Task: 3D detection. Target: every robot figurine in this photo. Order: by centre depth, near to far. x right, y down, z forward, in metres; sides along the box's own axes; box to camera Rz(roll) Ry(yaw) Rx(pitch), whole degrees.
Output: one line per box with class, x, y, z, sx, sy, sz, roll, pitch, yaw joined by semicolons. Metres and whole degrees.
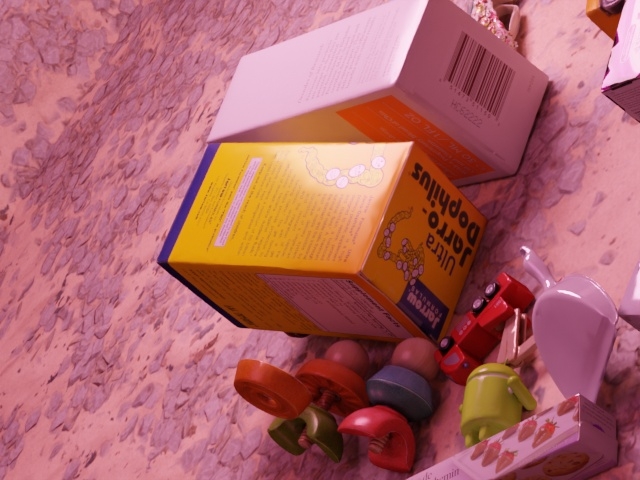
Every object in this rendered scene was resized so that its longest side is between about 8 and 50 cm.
robot figurine;0.194;0.188;1.915;0.101;0.067;0.115;-40;30;45

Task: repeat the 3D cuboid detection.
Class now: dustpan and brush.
dustpan and brush;0.264;0.076;1.850;0.211;0.060;0.147;48;143;38

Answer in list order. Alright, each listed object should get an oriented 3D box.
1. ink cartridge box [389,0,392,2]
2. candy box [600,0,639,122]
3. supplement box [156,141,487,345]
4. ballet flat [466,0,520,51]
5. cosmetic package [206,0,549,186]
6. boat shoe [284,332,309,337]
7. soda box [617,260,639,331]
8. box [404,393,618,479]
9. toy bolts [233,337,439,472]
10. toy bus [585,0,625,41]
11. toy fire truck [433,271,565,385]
ink cartridge box;0.116;-0.274;2.520;0.143;0.090;0.092;-55;27;5
candy box;0.410;-0.165;1.770;0.071;0.233;0.159;-17;47;51
supplement box;0.000;0.000;2.206;0.357;0.194;0.195;3;62;41
ballet flat;0.245;-0.328;2.406;0.077;0.091;0.241;-11;48;13
cosmetic package;0.068;-0.179;2.343;0.453;0.230;0.161;-11;52;55
boat shoe;0.013;0.044;2.358;0.207;0.073;0.073;-62;26;-11
soda box;0.405;0.063;1.704;0.216;0.074;0.069;-5;56;57
box;0.183;0.264;1.854;0.324;0.067;0.063;-32;35;37
toy bolts;0.032;0.168;2.083;0.229;0.218;0.158;6;58;40
toy bus;0.472;-0.340;1.995;0.333;0.108;0.130;-26;39;45
toy fire truck;0.223;0.107;1.980;0.192;0.047;0.135;-51;29;12
